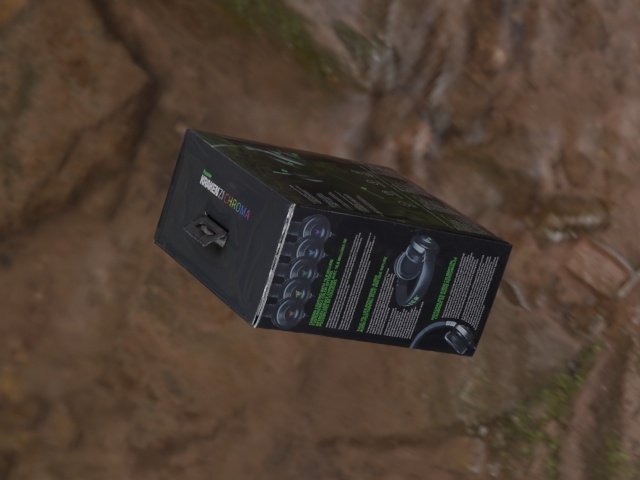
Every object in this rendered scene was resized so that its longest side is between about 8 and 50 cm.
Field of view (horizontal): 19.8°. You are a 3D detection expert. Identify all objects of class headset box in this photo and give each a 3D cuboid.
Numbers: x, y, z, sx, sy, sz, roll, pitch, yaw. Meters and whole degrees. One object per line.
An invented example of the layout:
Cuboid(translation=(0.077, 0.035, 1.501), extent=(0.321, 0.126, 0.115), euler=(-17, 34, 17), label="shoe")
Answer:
Cuboid(translation=(0.000, 0.000, 1.841), extent=(0.246, 0.283, 0.131), euler=(36, 112, 54), label="headset box")
